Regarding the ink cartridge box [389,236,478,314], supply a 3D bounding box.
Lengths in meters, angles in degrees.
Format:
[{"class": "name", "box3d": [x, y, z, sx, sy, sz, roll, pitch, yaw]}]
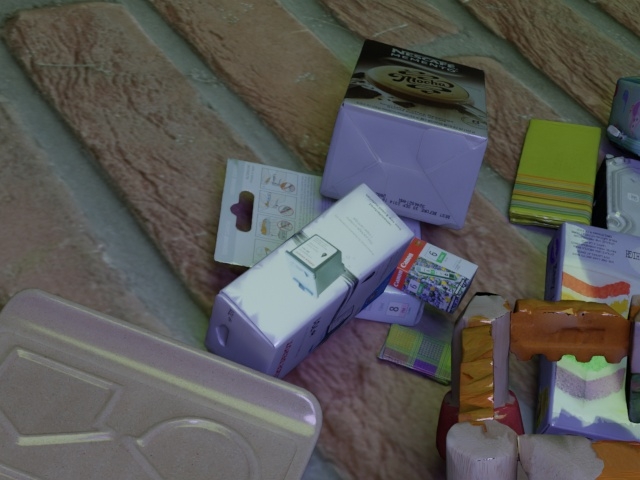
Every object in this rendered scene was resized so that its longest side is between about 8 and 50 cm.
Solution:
[{"class": "ink cartridge box", "box3d": [0.105, 0.029, 1.283, 0.115, 0.029, 0.063, 26, 40, 11]}]

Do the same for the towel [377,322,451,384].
[{"class": "towel", "box3d": [0.106, 0.121, 1.273, 0.083, 0.009, 0.060, 20, 38, 5]}]

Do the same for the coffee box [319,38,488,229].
[{"class": "coffee box", "box3d": [0.106, -0.136, 1.437, 0.168, 0.119, 0.297, 14, 23, 0]}]

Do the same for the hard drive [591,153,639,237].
[{"class": "hard drive", "box3d": [0.450, 0.034, 1.448, 0.237, 0.064, 0.339, 17, 38, 1]}]

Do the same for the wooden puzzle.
[{"class": "wooden puzzle", "box3d": [-0.198, 0.223, 1.005, 0.322, 0.080, 0.348, 20, 44, 6]}]

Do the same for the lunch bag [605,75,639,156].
[{"class": "lunch bag", "box3d": [0.524, -0.137, 1.587, 0.279, 0.108, 0.224, 13, 15, -6]}]

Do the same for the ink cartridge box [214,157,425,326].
[{"class": "ink cartridge box", "box3d": [0.000, 0.000, 1.349, 0.232, 0.066, 0.189, 7, 40, -4]}]

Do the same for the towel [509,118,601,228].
[{"class": "towel", "box3d": [0.312, -0.089, 1.568, 0.102, 0.021, 0.237, 10, 38, 10]}]

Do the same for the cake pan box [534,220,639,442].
[{"class": "cake pan box", "box3d": [0.363, 0.121, 1.250, 0.267, 0.070, 0.245, 14, 62, -2]}]

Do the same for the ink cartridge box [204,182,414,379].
[{"class": "ink cartridge box", "box3d": [-0.013, 0.050, 1.172, 0.082, 0.139, 0.191, 44, 63, 12]}]

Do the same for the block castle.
[{"class": "block castle", "box3d": [0.319, 0.200, 0.987, 0.453, 0.212, 0.303, 1, 25, 7]}]
